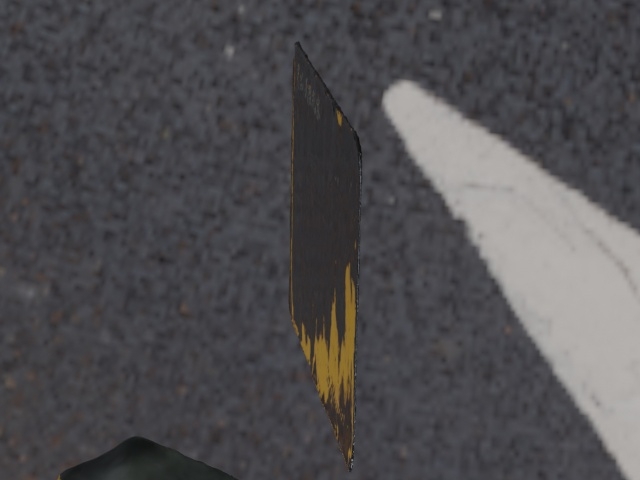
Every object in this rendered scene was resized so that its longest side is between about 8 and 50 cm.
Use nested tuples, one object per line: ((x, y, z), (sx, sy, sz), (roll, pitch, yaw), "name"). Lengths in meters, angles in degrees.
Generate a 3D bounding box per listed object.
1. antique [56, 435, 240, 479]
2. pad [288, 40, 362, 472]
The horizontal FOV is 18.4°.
((-0.002, 0.130, 0.475), (0.183, 0.088, 0.086), (27, 123, -14), "antique")
((0.000, 0.000, 0.681), (0.003, 0.157, 0.112), (-1, 107, -8), "pad")
